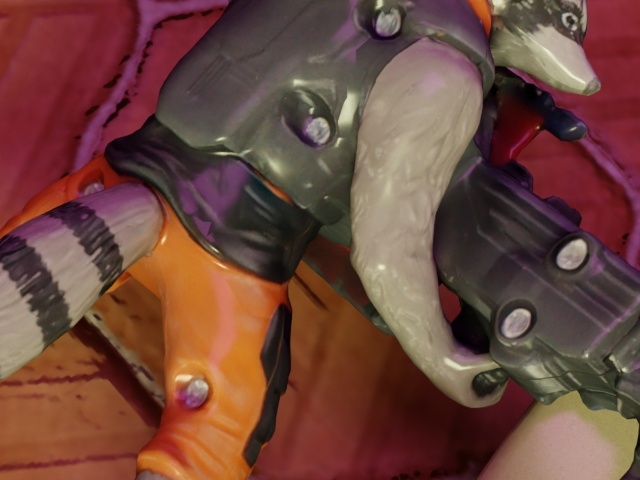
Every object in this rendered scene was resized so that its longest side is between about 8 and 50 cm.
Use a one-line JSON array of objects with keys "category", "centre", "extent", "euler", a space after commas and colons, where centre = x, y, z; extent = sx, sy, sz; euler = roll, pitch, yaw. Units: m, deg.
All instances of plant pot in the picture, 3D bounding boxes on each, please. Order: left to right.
[{"category": "plant pot", "centre": [0.112, 0.110, 0.661], "extent": [0.096, 0.109, 0.109], "euler": [-38, 76, -16]}]

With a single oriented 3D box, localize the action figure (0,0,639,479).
[{"category": "action figure", "centre": [0.000, 0.000, 0.600], "extent": [0.330, 0.178, 0.341], "euler": [-47, 49, -14]}]
